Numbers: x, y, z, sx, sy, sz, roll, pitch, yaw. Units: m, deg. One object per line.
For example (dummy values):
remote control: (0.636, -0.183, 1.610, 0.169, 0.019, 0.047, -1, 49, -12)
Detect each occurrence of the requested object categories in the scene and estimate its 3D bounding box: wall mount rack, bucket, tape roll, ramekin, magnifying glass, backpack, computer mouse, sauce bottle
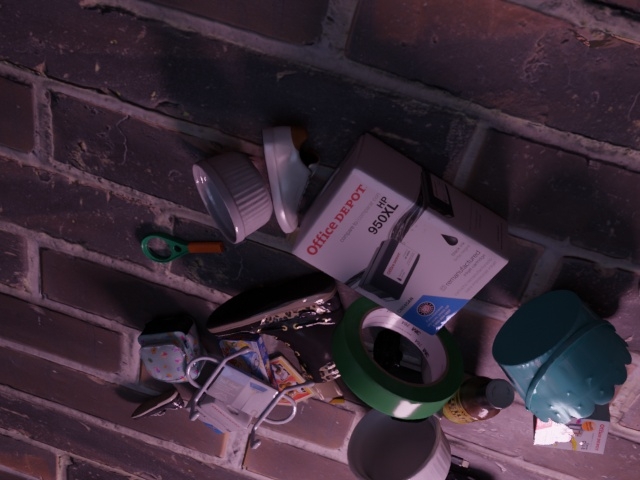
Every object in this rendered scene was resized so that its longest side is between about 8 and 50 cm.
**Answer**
wall mount rack: (-0.190, 0.411, 1.959, 0.350, 0.130, 0.304, 30, 111, -17)
bucket: (0.547, 0.260, 1.649, 0.281, 0.281, 0.183, -35, 106, 33)
tape roll: (0.186, 0.273, 1.721, 0.321, 0.321, 0.077, 27, 128, -4)
ramekin: (0.225, 0.586, 1.975, 0.277, 0.277, 0.135, -16, 127, 25)
magnifying glass: (-0.366, 0.018, 1.888, 0.231, 0.026, 0.092, 0, 125, 18)
backpack: (-0.419, 0.324, 2.050, 0.166, 0.144, 0.188, -11, 125, 16)
ramekin: (-0.197, -0.106, 1.640, 0.109, 0.207, 0.207, -28, 123, -18)
computer mouse: (0.427, 0.704, 2.133, 0.262, 0.060, 0.184, 27, 133, 11)
sauce bottle: (0.387, 0.394, 1.782, 0.112, 0.111, 0.344, 20, 161, 1)

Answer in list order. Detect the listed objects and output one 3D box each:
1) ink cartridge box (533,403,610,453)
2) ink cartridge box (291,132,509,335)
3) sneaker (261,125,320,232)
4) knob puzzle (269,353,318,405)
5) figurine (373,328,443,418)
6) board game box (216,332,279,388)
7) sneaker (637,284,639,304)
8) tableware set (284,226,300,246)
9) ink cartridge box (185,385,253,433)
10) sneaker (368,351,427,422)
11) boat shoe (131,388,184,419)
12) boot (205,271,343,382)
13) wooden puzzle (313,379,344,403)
ink cartridge box: (0.642, 0.450, 1.840, 0.176, 0.127, 0.128, 3, 125, 13)
ink cartridge box: (0.177, -0.008, 1.609, 0.395, 0.166, 0.285, 31, 125, -9)
sneaker: (-0.056, -0.133, 1.637, 0.123, 0.105, 0.290, -8, 134, -2)
knob puzzle: (-0.134, 0.430, 2.113, 0.213, 0.030, 0.213, 8, 127, 11)
figurine: (0.228, 0.352, 1.837, 0.215, 0.209, 0.092, 17, 128, 3)
board game box: (-0.208, 0.355, 2.053, 0.136, 0.035, 0.201, 0, 120, 28)
sneaker: (0.795, 0.195, 1.642, 0.095, 0.090, 0.235, -13, 122, 13)
tableware set: (0.000, 0.000, 1.768, 0.169, 0.020, 0.141, 35, 127, -11)
ink cartridge box: (-0.298, 0.504, 2.148, 0.140, 0.082, 0.191, 43, 143, -16)
sneaker: (0.176, 0.398, 1.926, 0.296, 0.147, 0.104, 13, 129, 9)
boat shoe: (-0.517, 0.538, 2.274, 0.206, 0.075, 0.065, -28, 110, 26)
boot: (-0.087, 0.253, 1.902, 0.378, 0.138, 0.284, -20, 118, 15)
wooden puzzle: (0.022, 0.432, 2.080, 0.079, 0.014, 0.116, -13, 121, 19)
